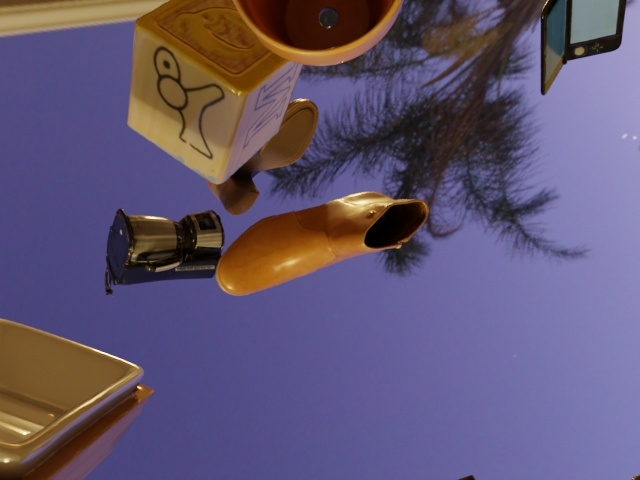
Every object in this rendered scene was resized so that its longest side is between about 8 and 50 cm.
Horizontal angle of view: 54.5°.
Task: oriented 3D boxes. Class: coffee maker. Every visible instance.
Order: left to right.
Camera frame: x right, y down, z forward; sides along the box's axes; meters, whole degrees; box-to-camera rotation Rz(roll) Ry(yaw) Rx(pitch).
[{"bbox_3d":[-0.279,0.018,1.106,0.178,0.171,0.120,-2,-111,-35],"label":"coffee maker"}]

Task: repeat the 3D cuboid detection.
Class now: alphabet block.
[{"bbox_3d":[-0.159,-0.242,0.948,0.192,0.197,0.193,34,-130,4],"label":"alphabet block"}]

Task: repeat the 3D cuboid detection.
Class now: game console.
[{"bbox_3d":[0.301,-0.242,0.713,0.107,0.122,0.071,-9,-128,12],"label":"game console"}]

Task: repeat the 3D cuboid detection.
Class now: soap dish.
[{"bbox_3d":[-0.328,0.180,0.618,0.229,0.291,0.118,18,-85,4],"label":"soap dish"}]

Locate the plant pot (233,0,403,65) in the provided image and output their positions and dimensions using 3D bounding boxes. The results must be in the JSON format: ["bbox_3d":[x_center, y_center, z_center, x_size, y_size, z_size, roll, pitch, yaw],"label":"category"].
[{"bbox_3d":[0.003,-0.308,0.776,0.205,0.188,0.205,0,-89,5],"label":"plant pot"}]

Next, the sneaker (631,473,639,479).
[{"bbox_3d":[0.241,0.109,0.339,0.170,0.089,0.051,-24,-74,-46],"label":"sneaker"}]

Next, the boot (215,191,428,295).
[{"bbox_3d":[0.001,0.001,0.933,0.295,0.211,0.104,-29,-74,-24],"label":"boot"}]

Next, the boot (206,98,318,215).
[{"bbox_3d":[-0.139,-0.213,1.260,0.109,0.283,0.220,16,-149,-42],"label":"boot"}]

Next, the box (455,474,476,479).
[{"bbox_3d":[0.202,0.546,1.219,0.191,0.184,0.045,-7,-132,-25],"label":"box"}]
